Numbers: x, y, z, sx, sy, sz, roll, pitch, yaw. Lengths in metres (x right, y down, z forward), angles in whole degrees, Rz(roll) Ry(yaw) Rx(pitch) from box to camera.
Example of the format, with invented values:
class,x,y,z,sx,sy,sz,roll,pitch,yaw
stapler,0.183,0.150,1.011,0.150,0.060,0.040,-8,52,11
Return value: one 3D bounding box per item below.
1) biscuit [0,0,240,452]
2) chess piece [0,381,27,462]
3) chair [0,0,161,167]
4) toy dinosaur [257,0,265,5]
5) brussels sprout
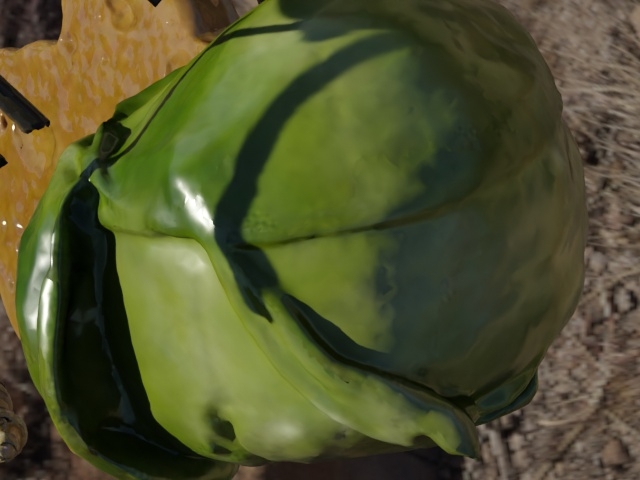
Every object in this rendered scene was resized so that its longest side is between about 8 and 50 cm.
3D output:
class,x,y,z,sx,sy,sz,roll,pitch,yaw
biscuit,-0.129,-0.032,0.985,0.312,0.057,0.351,-55,53,32
chess piece,-0.293,0.142,1.270,0.060,0.060,0.172,-65,32,11
chair,-0.233,-0.142,0.538,0.170,0.160,0.326,-37,101,31
toy dinosaur,-0.132,-0.254,1.266,0.206,0.327,0.113,-18,35,-4
brussels sprout,-0.002,-0.001,0.710,0.259,0.227,0.294,0,43,48
